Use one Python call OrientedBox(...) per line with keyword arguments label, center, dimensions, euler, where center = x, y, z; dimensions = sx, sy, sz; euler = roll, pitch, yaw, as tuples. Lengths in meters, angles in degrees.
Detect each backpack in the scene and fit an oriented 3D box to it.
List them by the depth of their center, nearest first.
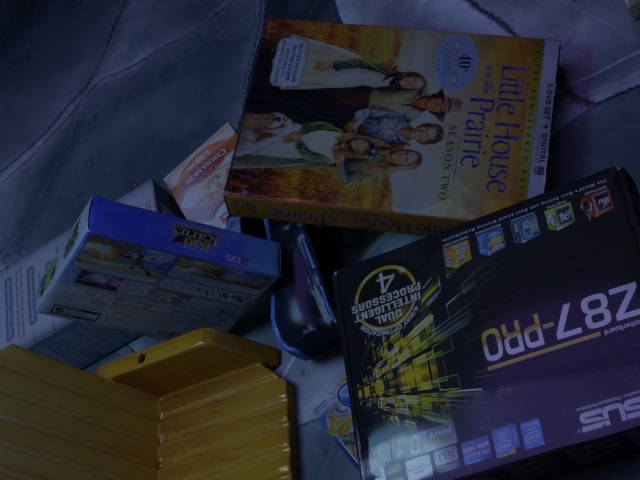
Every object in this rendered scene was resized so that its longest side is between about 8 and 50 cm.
OrientedBox(label="backpack", center=(-0.095, 0.019, 1.765), dimensions=(0.084, 0.105, 0.114), euler=(-35, 43, 43))

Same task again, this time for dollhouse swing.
OrientedBox(label="dollhouse swing", center=(-0.240, 0.268, 1.563), dimensions=(0.315, 0.305, 0.347), euler=(-21, 50, 23))

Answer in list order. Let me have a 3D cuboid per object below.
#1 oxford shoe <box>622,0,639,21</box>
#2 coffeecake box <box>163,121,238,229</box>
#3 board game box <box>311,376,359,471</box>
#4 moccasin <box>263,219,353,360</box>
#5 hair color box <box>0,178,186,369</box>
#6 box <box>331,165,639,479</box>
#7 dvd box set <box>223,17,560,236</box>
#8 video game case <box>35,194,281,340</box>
OrientedBox(label="oxford shoe", center=(0.371, -0.451, 1.718), dimensions=(0.146, 0.140, 0.397), euler=(-47, 43, 10))
OrientedBox(label="coffeecake box", center=(-0.145, -0.073, 1.882), dimensions=(0.142, 0.068, 0.185), euler=(-40, 47, 5))
OrientedBox(label="board game box", center=(0.099, 0.197, 1.550), dimensions=(0.201, 0.035, 0.136), euler=(-45, 46, 1))
OrientedBox(label="moccasin", center=(0.000, 0.000, 1.704), dimensions=(0.116, 0.137, 0.342), euler=(-20, 66, 29))
OrientedBox(label="hair color box", center=(-0.373, 0.083, 1.912), dimensions=(0.374, 0.113, 0.185), euler=(-29, 48, 16))
OrientedBox(label="box", center=(0.220, 0.124, 1.429), dimensions=(0.395, 0.097, 0.318), euler=(-20, 59, 21))
OrientedBox(label="dvd box set", center=(0.103, -0.154, 1.642), dimensions=(0.420, 0.062, 0.308), euler=(7, 63, 10))
OrientedBox(label="video game case", center=(-0.226, 0.051, 1.657), dimensions=(0.244, 0.269, 0.061), euler=(-45, 37, 50))
